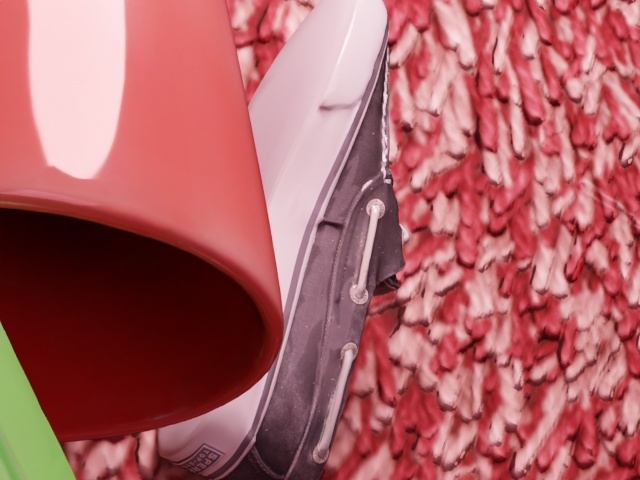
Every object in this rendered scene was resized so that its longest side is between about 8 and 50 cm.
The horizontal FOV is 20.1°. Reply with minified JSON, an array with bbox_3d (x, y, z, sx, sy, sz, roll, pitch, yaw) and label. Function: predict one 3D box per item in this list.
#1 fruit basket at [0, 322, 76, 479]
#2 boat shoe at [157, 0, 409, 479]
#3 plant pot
[{"bbox_3d":[-0.229,0.205,0.733,0.392,0.392,0.283,-22,80,-34],"label":"fruit basket"},{"bbox_3d":[0.000,0.000,1.030,0.102,0.108,0.301,25,68,-24],"label":"boat shoe"},{"bbox_3d":[-0.150,-0.060,0.871,0.275,0.275,0.243,15,59,-28],"label":"plant pot"}]
